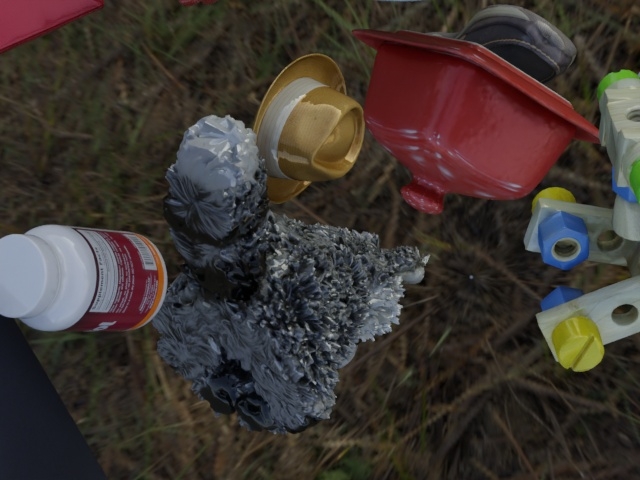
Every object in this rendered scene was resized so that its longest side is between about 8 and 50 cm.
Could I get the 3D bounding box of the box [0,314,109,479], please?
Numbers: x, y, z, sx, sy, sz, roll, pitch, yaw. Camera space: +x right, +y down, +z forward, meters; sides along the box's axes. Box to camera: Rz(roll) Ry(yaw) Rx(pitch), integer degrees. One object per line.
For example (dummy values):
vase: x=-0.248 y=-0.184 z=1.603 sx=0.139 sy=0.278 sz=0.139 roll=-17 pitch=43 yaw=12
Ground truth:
box: x=-0.409 y=0.182 z=1.225 sx=0.343 sy=0.179 sz=0.312 roll=-13 pitch=119 yaw=19

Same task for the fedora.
fedora: x=-0.004 y=-0.123 z=1.698 sx=0.079 sy=0.194 sz=0.194 roll=19 pitch=91 yaw=30

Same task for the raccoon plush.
raccoon plush: x=0.000 y=0.000 z=1.516 sx=0.216 sy=0.446 sz=0.299 roll=32 pitch=52 yaw=15

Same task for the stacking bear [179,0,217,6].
stacking bear: x=-0.024 y=-0.380 z=1.762 sx=0.289 sy=0.175 sz=0.164 roll=-3 pitch=100 yaw=10

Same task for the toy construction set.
toy construction set: x=0.292 y=-0.035 z=0.880 sx=0.327 sy=0.151 sz=0.215 roll=-9 pitch=125 yaw=-14

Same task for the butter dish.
butter dish: x=0.097 y=-0.076 z=1.066 sx=0.160 sy=0.160 sz=0.118 roll=27 pitch=88 yaw=-33

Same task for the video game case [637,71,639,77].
video game case: x=0.429 y=-0.195 z=1.433 sx=0.183 sy=0.023 sz=0.201 roll=14 pitch=128 yaw=-26

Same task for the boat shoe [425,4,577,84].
boat shoe: x=0.203 y=-0.203 z=1.878 sx=0.132 sy=0.355 sz=0.130 roll=33 pitch=75 yaw=-17

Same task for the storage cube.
storage cube: x=-0.415 y=-0.329 z=1.823 sx=0.193 sy=0.183 sz=0.215 roll=-29 pitch=102 yaw=-23

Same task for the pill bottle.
pill bottle: x=-0.199 y=0.031 z=1.173 sx=0.086 sy=0.152 sz=0.086 roll=-2 pitch=86 yaw=29
